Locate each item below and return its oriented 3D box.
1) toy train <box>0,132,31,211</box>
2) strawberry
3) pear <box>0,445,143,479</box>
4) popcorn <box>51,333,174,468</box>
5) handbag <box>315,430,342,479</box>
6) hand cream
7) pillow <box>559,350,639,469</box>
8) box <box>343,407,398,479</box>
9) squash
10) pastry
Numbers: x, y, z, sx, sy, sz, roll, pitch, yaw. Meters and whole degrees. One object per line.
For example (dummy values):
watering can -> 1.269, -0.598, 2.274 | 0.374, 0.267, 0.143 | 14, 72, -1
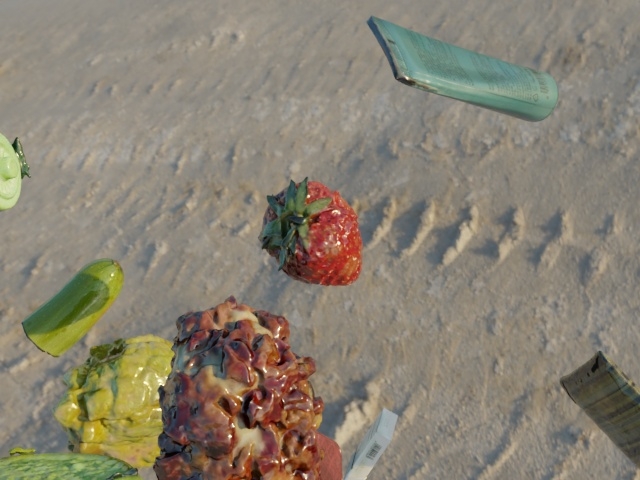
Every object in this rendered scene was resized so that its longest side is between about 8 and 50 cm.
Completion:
toy train -> -0.408, -0.106, 0.740 | 0.158, 0.272, 0.188 | -6, 17, 6
strawberry -> 0.003, -0.003, 0.917 | 0.131, 0.148, 0.131 | -21, 63, 52
pear -> -0.373, 0.422, 0.848 | 0.342, 0.318, 0.238 | -6, 1, -34
popcorn -> -0.328, 0.272, 1.298 | 0.259, 0.259, 0.212 | -22, 38, 6
handbag -> -0.046, 0.541, 1.828 | 0.135, 0.225, 0.147 | -12, 59, 28
hand cream -> 0.139, -0.147, 0.679 | 0.048, 0.224, 0.083 | -49, 47, 38
pillow -> 0.498, 0.285, 1.229 | 0.052, 0.208, 0.212 | -35, 72, -14
box -> 0.100, 0.420, 1.510 | 0.040, 0.154, 0.084 | 27, 27, 1
squash -> -0.402, 0.104, 1.275 | 0.188, 0.095, 0.095 | -41, 40, 5
pastry -> -0.053, 0.145, 0.480 | 0.115, 0.209, 0.097 | 2, 21, 4
